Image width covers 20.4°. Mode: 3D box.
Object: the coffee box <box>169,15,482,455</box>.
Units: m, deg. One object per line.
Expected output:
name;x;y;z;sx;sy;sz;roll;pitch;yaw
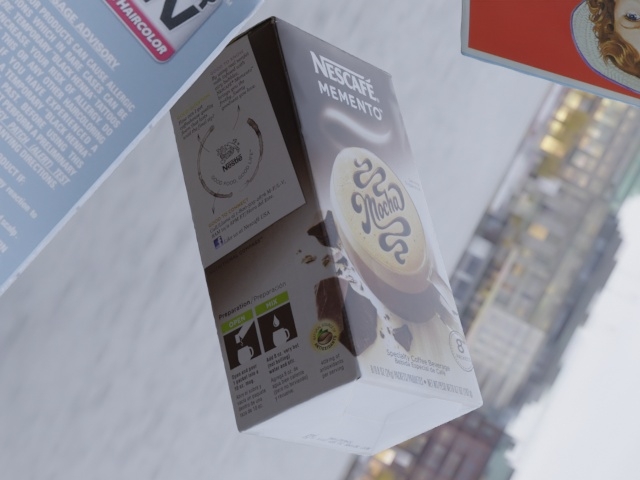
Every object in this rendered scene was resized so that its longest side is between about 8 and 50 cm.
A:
coffee box;0.000;0.000;1.363;0.119;0.297;0.168;-28;154;29

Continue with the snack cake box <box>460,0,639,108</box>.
snack cake box;0.220;-0.158;1.067;0.089;0.264;0.152;-51;151;-38

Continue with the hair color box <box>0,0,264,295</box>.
hair color box;-0.217;-0.018;0.780;0.374;0.113;0.185;-49;-148;-13
